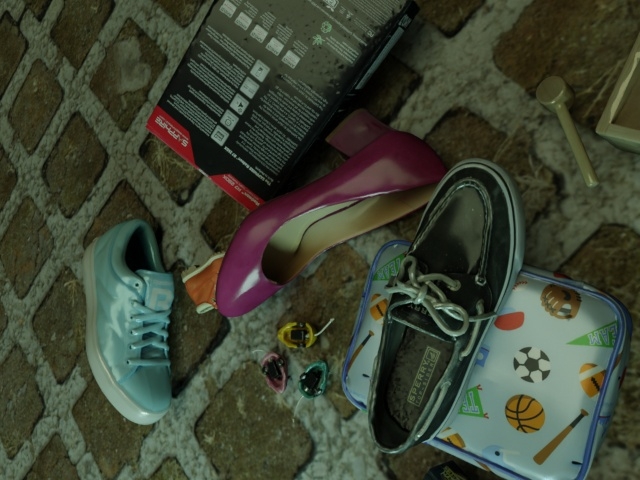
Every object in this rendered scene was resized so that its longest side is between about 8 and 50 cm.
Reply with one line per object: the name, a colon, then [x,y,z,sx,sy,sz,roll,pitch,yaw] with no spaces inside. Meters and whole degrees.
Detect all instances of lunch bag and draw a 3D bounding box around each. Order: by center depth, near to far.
lunch bag: [0.174,0.134,0.616,0.304,0.115,0.243,16,95,32]

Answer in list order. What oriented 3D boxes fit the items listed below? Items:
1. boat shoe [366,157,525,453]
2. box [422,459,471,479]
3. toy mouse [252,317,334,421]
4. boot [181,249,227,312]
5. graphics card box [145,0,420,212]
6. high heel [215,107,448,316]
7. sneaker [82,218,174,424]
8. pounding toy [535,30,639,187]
boat shoe: [0.113,0.064,0.530,0.113,0.105,0.306,25,102,30]
box: [0.148,0.391,0.587,0.175,0.051,0.220,44,121,42]
toy mouse: [-0.034,0.194,0.789,0.161,0.031,0.143,-12,77,31]
boot: [-0.163,0.066,0.877,0.158,0.059,0.084,-30,72,35]
graphics card box: [-0.065,-0.245,0.761,0.233,0.094,0.371,39,114,4]
high heel: [0.000,0.000,0.729,0.377,0.127,0.181,-53,51,13]
sneaker: [-0.316,0.123,0.919,0.150,0.135,0.365,-34,68,28]
pounding toy: [0.341,-0.132,0.559,0.206,0.094,0.181,30,105,41]
